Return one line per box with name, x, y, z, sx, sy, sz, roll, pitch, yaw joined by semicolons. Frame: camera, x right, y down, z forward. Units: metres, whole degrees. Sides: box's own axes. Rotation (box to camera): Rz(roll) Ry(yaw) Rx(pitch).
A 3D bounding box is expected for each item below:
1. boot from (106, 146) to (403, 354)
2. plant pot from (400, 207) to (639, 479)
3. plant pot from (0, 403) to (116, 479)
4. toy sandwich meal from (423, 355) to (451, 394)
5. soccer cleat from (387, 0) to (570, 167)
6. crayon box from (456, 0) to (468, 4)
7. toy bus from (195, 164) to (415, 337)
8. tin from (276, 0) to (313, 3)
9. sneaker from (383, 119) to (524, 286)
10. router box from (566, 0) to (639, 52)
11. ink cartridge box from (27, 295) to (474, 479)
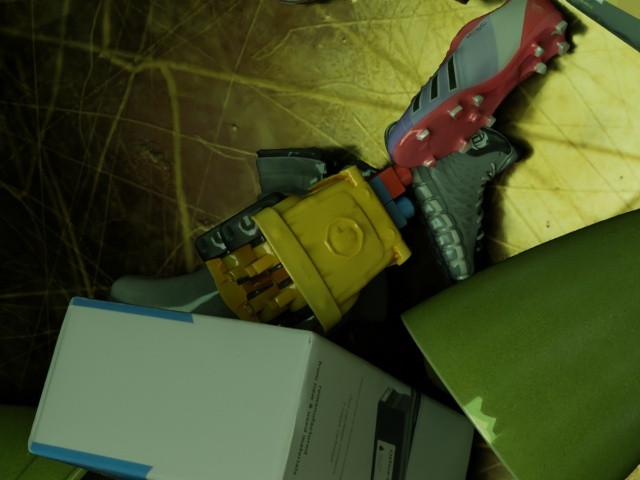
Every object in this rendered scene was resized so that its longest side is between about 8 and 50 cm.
boot;-0.072;0.001;1.828;0.338;0.118;0.223;5;94;11
plant pot;0.277;0.096;1.614;0.293;0.275;0.275;-37;80;4
plant pot;-0.350;0.337;1.864;0.353;0.366;0.366;16;101;33
toy sandwich meal;0.154;0.129;1.779;0.085;0.029;0.086;6;104;26
soccer cleat;0.151;-0.169;1.678;0.248;0.083;0.095;-41;57;-14
crayon box;0.121;-0.483;1.678;0.313;0.106;0.363;38;102;15
toy bus;0.000;0.000;1.679;0.211;0.220;0.149;-36;95;-22
tin;-0.044;-0.354;1.813;0.106;0.040;0.190;-29;83;27
sneaker;0.169;-0.043;1.729;0.132;0.086;0.229;-26;105;-5
router box;0.359;-0.250;1.644;0.179;0.046;0.133;38;108;16
ink cartridge box;-0.054;0.198;1.648;0.285;0.395;0.166;7;75;30
